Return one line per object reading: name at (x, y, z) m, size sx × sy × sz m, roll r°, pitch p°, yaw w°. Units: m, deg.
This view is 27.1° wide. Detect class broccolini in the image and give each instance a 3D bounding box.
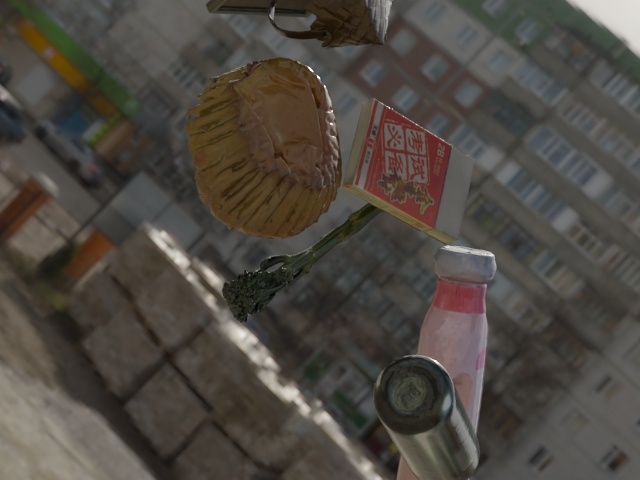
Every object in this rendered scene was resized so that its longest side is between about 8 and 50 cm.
broccolini at (0.003, 0.005, 2.251) m, size 0.074 × 0.392 × 0.079 m, roll 33°, pitch -23°, yaw 56°

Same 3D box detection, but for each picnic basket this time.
picnic basket at (0.006, -0.353, 1.956) m, size 0.178 × 0.128 × 0.138 m, roll 5°, pitch -30°, yaw 22°

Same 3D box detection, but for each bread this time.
bread at (-0.069, -0.138, 1.964) m, size 0.274 × 0.274 × 0.149 m, roll 45°, pitch -34°, yaw -17°

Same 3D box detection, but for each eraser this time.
eraser at (0.146, -0.109, 2.150) m, size 0.230 × 0.157 × 0.038 m, roll 28°, pitch -26°, yaw -30°

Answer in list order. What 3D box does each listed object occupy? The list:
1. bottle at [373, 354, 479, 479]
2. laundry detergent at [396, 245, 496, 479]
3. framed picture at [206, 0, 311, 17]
bottle at (0.111, 0.181, 1.323) m, size 0.079 × 0.096 × 0.254 m, roll 11°, pitch -21°, yaw 19°
laundry detergent at (0.162, 0.175, 1.696) m, size 0.087 × 0.335 × 0.159 m, roll 10°, pitch 8°, yaw 20°
framed picture at (-0.018, -0.474, 2.288) m, size 0.240 × 0.324 × 0.020 m, roll -6°, pitch 71°, yaw -41°
